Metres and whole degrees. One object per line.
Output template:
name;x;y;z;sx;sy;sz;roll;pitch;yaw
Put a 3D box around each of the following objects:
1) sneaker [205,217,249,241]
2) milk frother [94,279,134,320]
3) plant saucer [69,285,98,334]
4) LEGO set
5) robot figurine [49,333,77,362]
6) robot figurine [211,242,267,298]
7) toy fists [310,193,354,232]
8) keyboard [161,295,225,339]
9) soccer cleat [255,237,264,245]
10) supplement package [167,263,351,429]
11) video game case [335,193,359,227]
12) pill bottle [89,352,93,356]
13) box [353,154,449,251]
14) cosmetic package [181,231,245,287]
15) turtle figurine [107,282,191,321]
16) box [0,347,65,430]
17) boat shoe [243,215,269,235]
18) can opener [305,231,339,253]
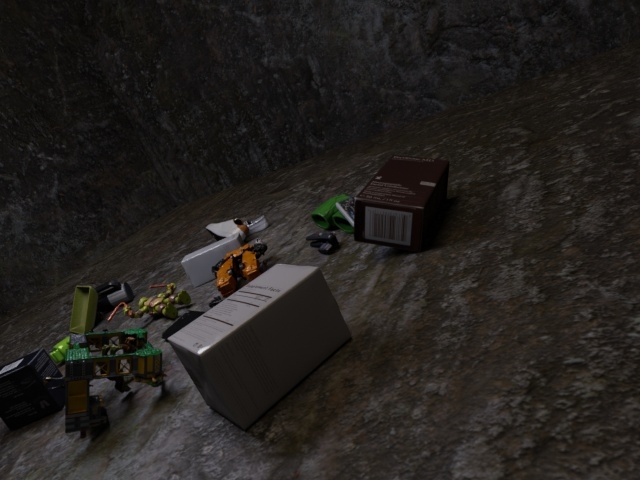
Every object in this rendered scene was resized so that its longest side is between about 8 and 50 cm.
sneaker;-0.411;-0.044;2.238;0.290;0.105;0.123;16;59;50
milk frother;-0.850;0.250;2.026;0.135;0.143;0.129;-24;-28;-3
plant saucer;-0.935;0.275;1.970;0.045;0.188;0.188;11;-10;-41
LEGO set;-0.515;0.345;1.213;0.255;0.191;0.331;0;4;-36
robot figurine;-0.866;0.369;1.703;0.101;0.067;0.115;-26;12;40
robot figurine;-0.270;0.096;1.679;0.211;0.084;0.291;-24;17;0
toy fists;0.091;-0.097;1.755;0.142;0.096;0.279;-41;24;-21
keyboard;-0.319;0.233;1.430;0.317;0.033;0.201;-3;33;49
soccer cleat;-0.250;0.006;2.005;0.029;0.035;0.083;-29;18;-13
supplement package;-0.118;0.197;1.006;0.293;0.177;0.175;-34;19;-30
video game case;0.167;-0.097;1.604;0.173;0.022;0.190;-22;43;-14
pill bottle;-0.718;0.377;1.479;0.067;0.067;0.120;-29;17;-14
box;0.247;-0.123;1.443;0.191;0.143;0.381;10;29;20
cosmetic package;-0.390;0.072;1.864;0.231;0.117;0.085;-23;16;2
turtle figurine;-0.563;0.226;1.689;0.218;0.087;0.270;-3;18;35
box;-0.798;0.404;1.348;0.156;0.158;0.093;-24;18;2
boat shoe;-0.325;-0.061;2.262;0.184;0.063;0.066;-20;18;17
can opener;0.000;0.000;1.640;0.073;0.059;0.186;-32;19;-21
